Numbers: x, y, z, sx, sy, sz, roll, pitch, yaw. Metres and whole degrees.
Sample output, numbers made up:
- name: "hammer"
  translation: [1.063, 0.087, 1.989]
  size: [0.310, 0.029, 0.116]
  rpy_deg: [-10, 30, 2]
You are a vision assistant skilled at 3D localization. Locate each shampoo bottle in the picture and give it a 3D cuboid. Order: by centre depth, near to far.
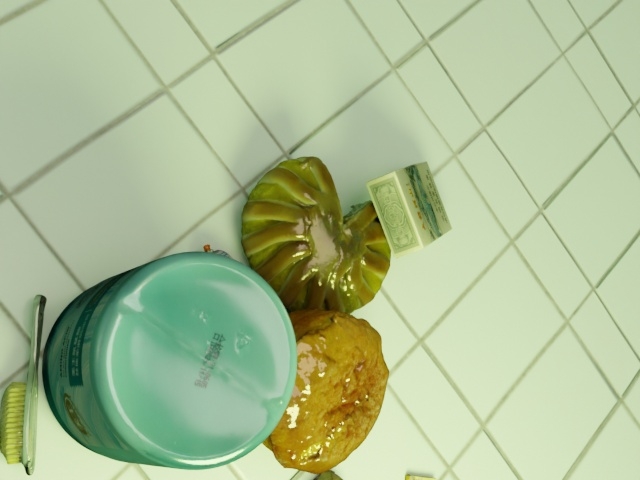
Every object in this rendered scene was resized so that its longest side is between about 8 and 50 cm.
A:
- name: "shampoo bottle"
  translation: [-0.250, 0.200, 1.379]
  size: [0.331, 0.342, 0.331]
  rpy_deg: [6, 78, -30]

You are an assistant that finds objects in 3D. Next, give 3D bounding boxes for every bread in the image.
- name: "bread"
  translation: [-0.010, 0.275, 1.556]
  size: [0.312, 0.172, 0.312]
  rpy_deg: [-17, 114, -44]
- name: "bread"
  translation: [0.000, 0.000, 1.667]
  size: [0.333, 0.160, 0.333]
  rpy_deg: [5, 79, -28]

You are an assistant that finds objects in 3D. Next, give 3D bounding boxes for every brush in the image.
- name: "brush"
  translation: [-0.496, 0.236, 1.402]
  size: [0.060, 0.068, 0.297]
  rpy_deg: [2, 75, -8]

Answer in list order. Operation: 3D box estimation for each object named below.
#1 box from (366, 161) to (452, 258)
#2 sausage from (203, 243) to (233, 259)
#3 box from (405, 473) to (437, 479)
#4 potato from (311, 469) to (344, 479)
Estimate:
- name: "box"
  translation: [0.190, -0.071, 1.766]
  size: [0.256, 0.069, 0.164]
  rpy_deg: [-24, 93, -67]
- name: "sausage"
  translation: [-0.162, 0.112, 1.605]
  size: [0.071, 0.071, 0.234]
  rpy_deg: [-30, 97, -31]
- name: "box"
  translation: [0.203, 0.565, 1.757]
  size: [0.073, 0.020, 0.149]
  rpy_deg: [14, 74, -28]
- name: "potato"
  translation: [0.007, 0.530, 1.610]
  size: [0.172, 0.089, 0.101]
  rpy_deg: [-46, 107, -30]
